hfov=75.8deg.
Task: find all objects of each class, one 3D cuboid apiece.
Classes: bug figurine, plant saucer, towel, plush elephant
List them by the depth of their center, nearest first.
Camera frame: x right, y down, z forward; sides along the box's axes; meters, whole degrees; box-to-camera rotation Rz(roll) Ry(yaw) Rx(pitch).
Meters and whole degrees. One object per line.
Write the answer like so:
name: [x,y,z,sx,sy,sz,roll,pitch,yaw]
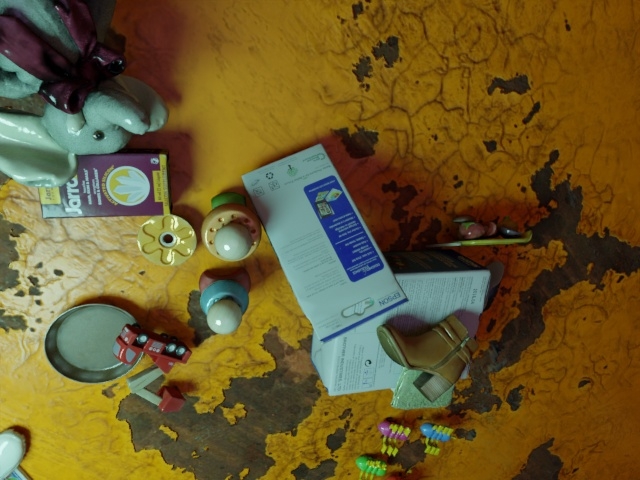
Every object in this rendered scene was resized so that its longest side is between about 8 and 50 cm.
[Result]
plush elephant: [-0.327,-0.213,0.534,0.272,0.330,0.255,-53,127,-25]
plant saucer: [-0.420,0.190,0.774,0.168,0.029,0.168,-6,108,-17]
towel: [0.222,0.305,0.858,0.148,0.027,0.110,6,108,-20]
bug figurine: [0.215,0.560,1.074,0.216,0.072,0.279,24,103,-17]

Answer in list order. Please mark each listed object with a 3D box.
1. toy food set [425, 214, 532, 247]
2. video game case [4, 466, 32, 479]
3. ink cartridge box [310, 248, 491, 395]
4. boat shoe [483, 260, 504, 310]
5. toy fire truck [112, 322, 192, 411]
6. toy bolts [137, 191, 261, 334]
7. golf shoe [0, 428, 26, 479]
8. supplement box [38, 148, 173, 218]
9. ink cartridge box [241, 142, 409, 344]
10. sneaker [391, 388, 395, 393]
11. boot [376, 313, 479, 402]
toy food set: [0.356,-0.024,0.908,0.218,0.128,0.071,-2,87,-12]
video game case: [-0.640,0.503,0.815,0.122,0.011,0.087,-24,112,-9]
ink cartridge box: [0.192,0.165,0.894,0.395,0.151,0.270,0,109,-17]
boat shoe: [0.411,0.113,1.008,0.042,0.049,0.133,20,94,-51]
toy fire truck: [-0.322,0.248,0.788,0.192,0.047,0.135,38,80,-45]
toy bolts: [-0.203,0.053,0.720,0.218,0.158,0.228,-10,113,-10]
golf shoe: [-0.616,0.439,0.755,0.069,0.086,0.176,33,88,-13]
supplement box: [-0.346,-0.096,0.675,0.188,0.081,0.104,-3,108,-16]
ink cartridge box: [0.000,0.000,0.722,0.165,0.065,0.333,-23,71,-10]
sneaker: [0.172,0.340,1.011,0.043,0.040,0.109,-16,109,5]
boot: [0.210,0.195,0.799,0.152,0.073,0.197,-42,106,-13]
